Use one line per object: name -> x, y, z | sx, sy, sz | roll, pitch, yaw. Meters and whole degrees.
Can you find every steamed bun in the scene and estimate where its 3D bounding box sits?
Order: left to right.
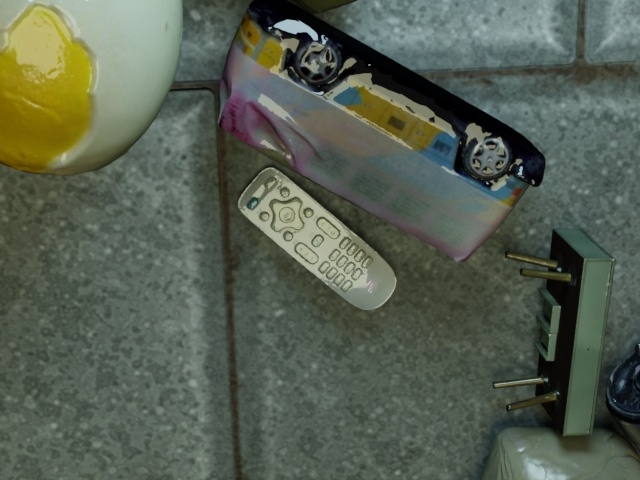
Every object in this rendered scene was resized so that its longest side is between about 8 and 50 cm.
steamed bun -> 0.323, 0.452, 1.525 | 0.247, 0.236, 0.383 | 5, 108, -10

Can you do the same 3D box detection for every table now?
table -> 0.291, 0.116, 1.471 | 0.111, 0.121, 0.240 | 0, 107, -7

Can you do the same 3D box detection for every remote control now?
remote control -> 0.000, 0.000, 1.439 | 0.229, 0.044, 0.073 | 39, 96, -9

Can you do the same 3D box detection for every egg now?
egg -> -0.279, -0.244, 1.197 | 0.283, 0.283, 0.345 | 11, 99, -11

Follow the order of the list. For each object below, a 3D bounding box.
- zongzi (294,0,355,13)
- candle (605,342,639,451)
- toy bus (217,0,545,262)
zongzi -> -0.042, -0.427, 1.281 | 0.260, 0.123, 0.289 | 26, 60, -42
candle -> 0.528, 0.269, 1.522 | 0.187, 0.187, 0.330 | -37, 110, 6
toy bus -> 0.056, -0.128, 1.338 | 0.386, 0.171, 0.162 | 28, 106, -14
